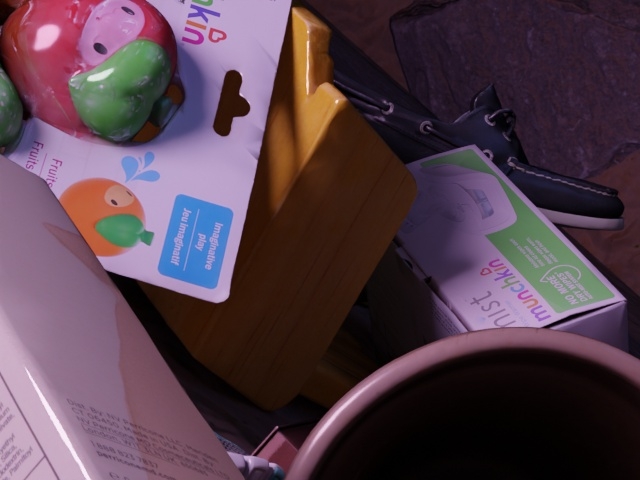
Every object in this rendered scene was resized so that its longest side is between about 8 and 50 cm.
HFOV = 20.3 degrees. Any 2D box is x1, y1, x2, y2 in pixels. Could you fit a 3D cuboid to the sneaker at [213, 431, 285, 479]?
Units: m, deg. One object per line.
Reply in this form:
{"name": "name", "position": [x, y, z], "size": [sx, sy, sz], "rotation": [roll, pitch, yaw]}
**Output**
{"name": "sneaker", "position": [-0.100, 0.126, 1.058], "size": [0.166, 0.065, 0.076], "rotation": [34, -5, -37]}

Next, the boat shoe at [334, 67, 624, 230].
{"name": "boat shoe", "position": [0.122, -0.093, 1.620], "size": [0.340, 0.113, 0.127], "rotation": [15, 3, 2]}

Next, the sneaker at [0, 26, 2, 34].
{"name": "sneaker", "position": [-0.344, -0.255, 1.698], "size": [0.283, 0.110, 0.122], "rotation": [46, 0, 2]}

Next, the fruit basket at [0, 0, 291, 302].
{"name": "fruit basket", "position": [-0.196, -0.146, 1.153], "size": [0.353, 0.165, 0.327], "rotation": [15, 54, -5]}

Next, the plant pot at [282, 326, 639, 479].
{"name": "plant pot", "position": [0.095, 0.187, 1.022], "size": [0.263, 0.263, 0.229], "rotation": [39, -8, 2]}

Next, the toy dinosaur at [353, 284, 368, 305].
{"name": "toy dinosaur", "position": [0.095, 0.007, 1.693], "size": [0.313, 0.160, 0.121], "rotation": [99, -15, -59]}

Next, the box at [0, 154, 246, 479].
{"name": "box", "position": [-0.155, 0.081, 0.811], "size": [0.121, 0.148, 0.311], "rotation": [29, 16, -43]}

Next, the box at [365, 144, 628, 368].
{"name": "box", "position": [0.137, 0.088, 1.466], "size": [0.262, 0.127, 0.231], "rotation": [-127, -157, -53]}

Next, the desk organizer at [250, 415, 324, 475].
{"name": "desk organizer", "position": [-0.005, 0.156, 1.230], "size": [0.050, 0.047, 0.130], "rotation": [44, 13, 15]}

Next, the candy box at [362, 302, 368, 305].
{"name": "candy box", "position": [0.000, 0.000, 1.905], "size": [0.206, 0.027, 0.105], "rotation": [46, 17, 33]}

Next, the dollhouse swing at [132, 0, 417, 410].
{"name": "dollhouse swing", "position": [-0.025, -0.054, 1.453], "size": [0.305, 0.315, 0.347], "rotation": [14, 25, -41]}
